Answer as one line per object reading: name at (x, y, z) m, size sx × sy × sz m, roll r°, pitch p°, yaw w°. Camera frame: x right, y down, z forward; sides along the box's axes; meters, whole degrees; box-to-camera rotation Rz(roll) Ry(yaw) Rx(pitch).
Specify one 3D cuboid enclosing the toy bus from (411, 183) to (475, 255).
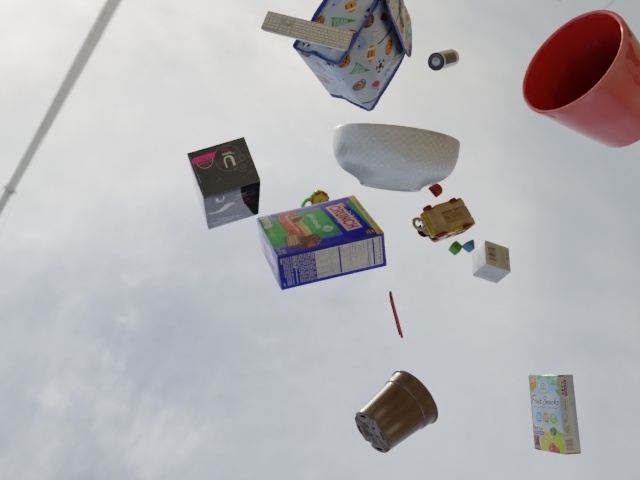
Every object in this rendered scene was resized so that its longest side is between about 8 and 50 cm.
toy bus at (0.339, -0.046, 2.032) m, size 0.202 × 0.104 × 0.191 m, roll 27°, pitch -125°, yaw -11°

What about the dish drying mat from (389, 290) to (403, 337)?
dish drying mat at (0.128, 0.127, 1.216) m, size 0.032 × 0.008 × 0.083 m, roll -94°, pitch -11°, yaw -56°

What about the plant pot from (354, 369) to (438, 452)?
plant pot at (0.188, 0.451, 1.840) m, size 0.165 × 0.167 × 0.167 m, roll -33°, pitch -104°, yaw -28°

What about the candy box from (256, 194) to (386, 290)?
candy box at (0.000, 0.000, 2.075) m, size 0.317 × 0.122 × 0.268 m, roll -12°, pitch -150°, yaw -13°

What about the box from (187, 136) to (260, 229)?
box at (-0.267, -0.156, 1.997) m, size 0.165 × 0.270 × 0.143 m, roll -19°, pitch -104°, yaw -12°

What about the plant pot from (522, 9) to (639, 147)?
plant pot at (0.656, -0.357, 1.663) m, size 0.243 × 0.275 × 0.275 m, roll 27°, pitch -145°, yaw -28°

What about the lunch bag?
lunch bag at (0.147, -0.671, 2.310) m, size 0.239 × 0.385 × 0.328 m, roll 29°, pitch 174°, yaw 28°

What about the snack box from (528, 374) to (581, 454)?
snack box at (0.436, 0.322, 1.329) m, size 0.037 × 0.100 × 0.141 m, roll 1°, pitch -100°, yaw -17°

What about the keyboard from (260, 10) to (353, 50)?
keyboard at (-0.038, -0.597, 2.021) m, size 0.256 × 0.014 × 0.072 m, roll 15°, pitch -110°, yaw 4°

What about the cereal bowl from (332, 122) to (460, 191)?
cereal bowl at (0.193, -0.207, 1.868) m, size 0.339 × 0.339 × 0.141 m, roll 7°, pitch -90°, yaw -44°

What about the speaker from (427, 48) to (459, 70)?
speaker at (0.376, -0.551, 2.167) m, size 0.055 × 0.055 × 0.136 m, roll 48°, pitch -146°, yaw 8°

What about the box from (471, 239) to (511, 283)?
box at (0.575, 0.073, 2.399) m, size 0.102 × 0.087 × 0.101 m, roll 18°, pitch -128°, yaw -16°

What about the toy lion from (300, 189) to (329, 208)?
toy lion at (-0.018, -0.123, 2.381) m, size 0.100 × 0.096 × 0.034 m, roll -2°, pitch -162°, yaw -28°
